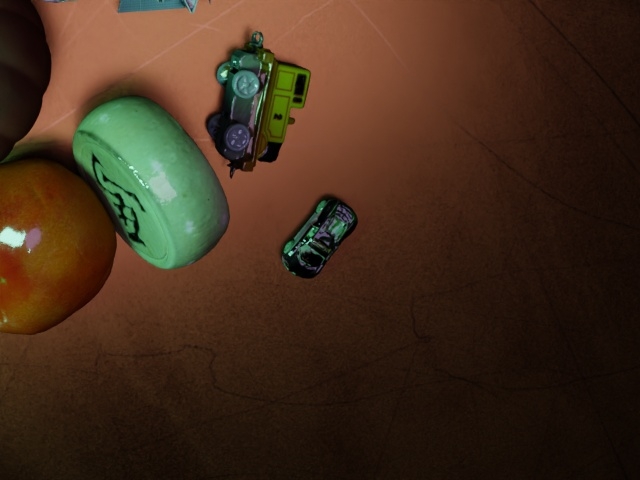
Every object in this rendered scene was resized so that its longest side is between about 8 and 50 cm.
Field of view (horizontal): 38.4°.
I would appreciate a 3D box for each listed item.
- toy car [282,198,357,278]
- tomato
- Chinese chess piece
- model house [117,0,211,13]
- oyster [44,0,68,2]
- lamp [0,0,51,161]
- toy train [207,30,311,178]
[{"bbox_3d":[0.000,0.000,1.457,0.069,0.055,0.142,38,94,-18],"label":"toy car"},{"bbox_3d":[-0.411,0.015,1.281,0.259,0.180,0.260,3,118,6],"label":"tomato"},{"bbox_3d":[-0.236,-0.078,1.270,0.101,0.250,0.250,-39,114,-25],"label":"Chinese chess piece"},{"bbox_3d":[-0.207,-0.359,1.261,0.166,0.117,0.088,-8,113,-14],"label":"model house"},{"bbox_3d":[-0.396,-0.415,1.154,0.252,0.087,0.199,12,112,-5],"label":"oyster"},{"bbox_3d":[-0.489,-0.218,1.152,0.303,0.257,0.303,-2,76,8],"label":"lamp"},{"bbox_3d":[-0.090,-0.195,1.356,0.127,0.089,0.220,5,106,-26],"label":"toy train"}]
